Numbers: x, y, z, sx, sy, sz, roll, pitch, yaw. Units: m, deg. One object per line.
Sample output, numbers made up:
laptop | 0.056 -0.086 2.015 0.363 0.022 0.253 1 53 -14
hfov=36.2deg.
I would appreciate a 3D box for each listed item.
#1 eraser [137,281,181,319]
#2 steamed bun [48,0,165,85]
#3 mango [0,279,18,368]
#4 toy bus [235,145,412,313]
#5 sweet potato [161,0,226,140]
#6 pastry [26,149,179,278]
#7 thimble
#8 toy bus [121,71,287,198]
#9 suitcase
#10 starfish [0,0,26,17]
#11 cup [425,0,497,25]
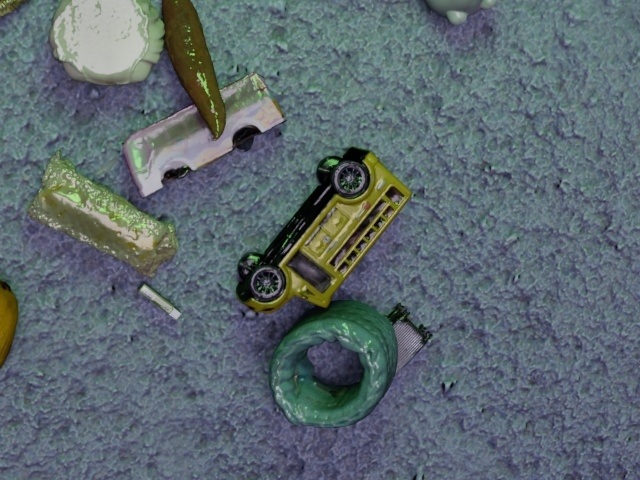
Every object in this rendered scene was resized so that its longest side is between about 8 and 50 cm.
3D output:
eraser | -0.277 0.104 1.687 0.083 0.038 0.019 39 85 -16
steamed bun | -0.340 -0.331 1.567 0.182 0.106 0.183 -1 97 -8
mango | -0.608 0.179 1.591 0.177 0.120 0.295 35 93 -23
toy bus | 0.000 0.000 1.672 0.151 0.145 0.331 39 89 -17
sweet potato | -0.214 -0.297 1.585 0.072 0.066 0.314 -20 75 15
pastry | -0.359 -0.029 1.627 0.258 0.089 0.121 34 104 -12
thimble | 0.019 0.220 1.685 0.198 0.143 0.235 47 110 0
toy bus | -0.197 -0.173 1.632 0.274 0.090 0.112 -29 97 -6
suitcase | 0.132 0.187 1.777 0.126 0.059 0.086 -46 104 1
starfish | -0.605 -0.405 1.501 0.312 0.113 0.303 22 97 -24
cup | 0.235 -0.455 1.670 0.134 0.173 0.142 -22 107 25
